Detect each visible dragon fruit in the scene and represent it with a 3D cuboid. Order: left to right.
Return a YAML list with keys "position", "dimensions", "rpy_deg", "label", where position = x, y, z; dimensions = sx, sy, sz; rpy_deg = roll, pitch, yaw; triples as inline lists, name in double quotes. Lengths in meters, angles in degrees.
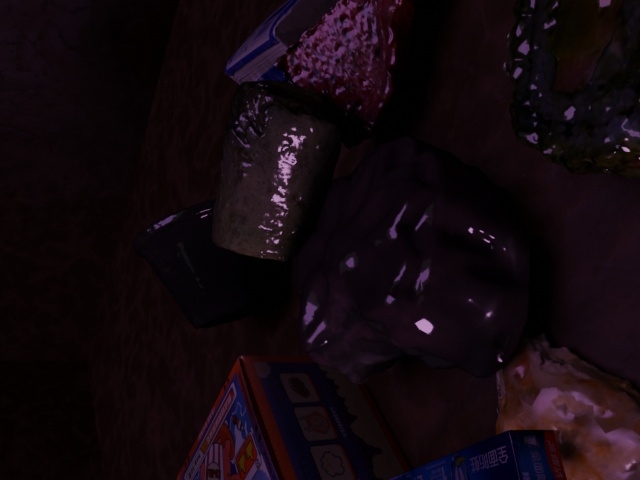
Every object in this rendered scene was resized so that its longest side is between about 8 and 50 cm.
- position: [0.062, -0.343, 0.997]
  dimensions: [0.330, 0.240, 0.303]
  rpy_deg: [-54, 49, 46]
  label: "dragon fruit"

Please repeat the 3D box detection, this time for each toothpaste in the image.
- position: [0.176, 0.313, 0.712]
  dimensions: [0.320, 0.065, 0.077]
  rpy_deg: [124, 148, -53]
  label: "toothpaste"

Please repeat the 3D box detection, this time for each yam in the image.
- position: [-0.074, -0.116, 0.965]
  dimensions: [0.195, 0.195, 0.300]
  rpy_deg: [53, 137, 49]
  label: "yam"

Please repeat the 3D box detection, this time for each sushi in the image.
- position: [0.332, -0.231, 0.580]
  dimensions: [0.294, 0.177, 0.352]
  rpy_deg: [-179, 95, -70]
  label: "sushi"

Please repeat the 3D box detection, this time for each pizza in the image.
- position: [0.317, 0.321, 0.595]
  dimensions: [0.391, 0.080, 0.436]
  rpy_deg: [-10, 76, 57]
  label: "pizza"

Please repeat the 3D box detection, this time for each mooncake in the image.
- position: [0.109, 0.034, 0.845]
  dimensions: [0.381, 0.212, 0.351]
  rpy_deg: [-42, 34, 49]
  label: "mooncake"

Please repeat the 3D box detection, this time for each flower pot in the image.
- position: [-0.243, 0.067, 1.363]
  dimensions: [0.379, 0.379, 0.251]
  rpy_deg: [-29, 76, 52]
  label: "flower pot"

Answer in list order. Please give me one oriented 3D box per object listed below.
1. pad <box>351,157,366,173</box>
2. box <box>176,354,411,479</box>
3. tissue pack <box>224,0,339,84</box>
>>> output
- position: [0.066, -0.040, 1.107]
  dimensions: [0.211, 0.003, 0.143]
  rpy_deg: [-49, 62, 41]
  label: "pad"
- position: [-0.057, 0.435, 0.999]
  dimensions: [0.349, 0.256, 0.319]
  rpy_deg: [-63, 38, 28]
  label: "box"
- position: [-0.076, -0.447, 1.294]
  dimensions: [0.269, 0.137, 0.209]
  rpy_deg: [-6, 43, 57]
  label: "tissue pack"
